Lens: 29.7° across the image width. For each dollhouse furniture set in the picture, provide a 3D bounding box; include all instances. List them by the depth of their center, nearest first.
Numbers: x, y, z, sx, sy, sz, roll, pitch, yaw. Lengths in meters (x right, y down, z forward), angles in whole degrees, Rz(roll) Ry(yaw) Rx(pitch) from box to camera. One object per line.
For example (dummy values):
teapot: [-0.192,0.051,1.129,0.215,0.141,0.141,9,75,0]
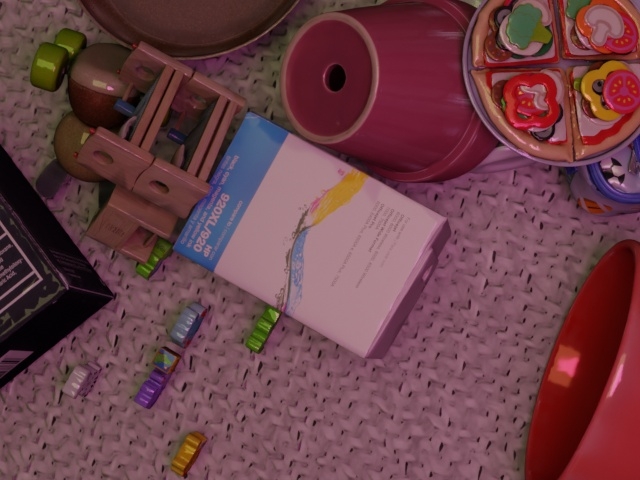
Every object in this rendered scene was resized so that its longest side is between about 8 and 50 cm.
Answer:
dollhouse furniture set: [-0.189,-0.088,1.270,0.129,0.184,0.129,29,55,-14]

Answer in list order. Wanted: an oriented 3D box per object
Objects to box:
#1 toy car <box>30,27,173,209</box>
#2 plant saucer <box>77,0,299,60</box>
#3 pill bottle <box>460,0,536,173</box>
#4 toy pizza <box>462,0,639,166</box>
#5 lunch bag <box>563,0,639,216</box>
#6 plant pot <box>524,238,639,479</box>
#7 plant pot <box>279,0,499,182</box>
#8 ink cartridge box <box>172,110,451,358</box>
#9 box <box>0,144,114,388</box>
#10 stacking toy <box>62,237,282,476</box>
toy car: [-0.252,-0.123,1.374,0.155,0.149,0.188,18,112,-2]
plant saucer: [-0.144,-0.353,1.400,0.311,0.050,0.310,-1,82,8]
pill bottle: [0.187,-0.171,1.309,0.103,0.103,0.184,-12,83,7]
toy pizza: [0.238,-0.172,1.171,0.201,0.032,0.201,1,83,-7]
lunch bag: [0.344,-0.173,1.256,0.243,0.115,0.303,-11,82,-9]
plant pot: [0.362,0.165,1.182,0.243,0.275,0.275,20,87,1]
plant pot: [0.065,-0.158,1.229,0.201,0.180,0.201,1,92,42]
ink cartridge box: [0.000,0.000,1.284,0.233,0.171,0.168,29,90,10]
box: [-0.445,0.034,1.340,0.296,0.183,0.294,-38,81,1]
stacking toy: [-0.165,0.128,1.352,0.167,0.052,0.221,32,93,9]
